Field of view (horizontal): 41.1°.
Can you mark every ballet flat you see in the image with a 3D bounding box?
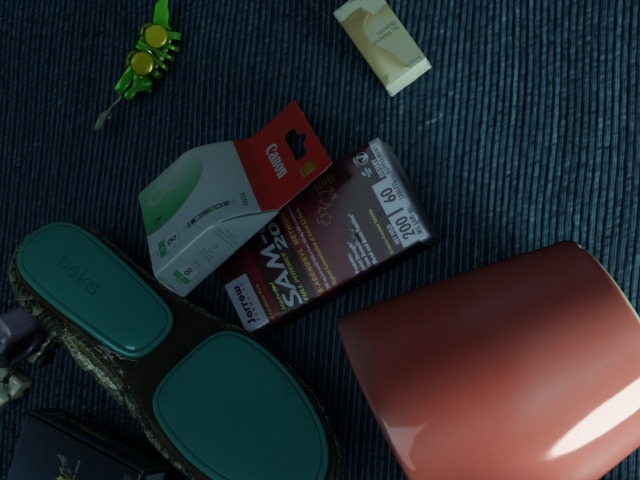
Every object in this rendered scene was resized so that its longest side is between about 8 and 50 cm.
[{"bbox_3d":[-0.163,0.154,0.969,0.482,0.182,0.164,35,62,24],"label":"ballet flat"}]

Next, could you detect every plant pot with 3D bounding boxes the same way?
[{"bbox_3d":[0.185,0.140,0.833,0.243,0.275,0.275,-29,78,2],"label":"plant pot"}]

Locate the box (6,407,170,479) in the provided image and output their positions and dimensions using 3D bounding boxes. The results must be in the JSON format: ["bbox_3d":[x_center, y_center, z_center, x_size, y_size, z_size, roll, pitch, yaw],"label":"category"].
[{"bbox_3d":[-0.289,0.335,0.985,0.183,0.059,0.233,19,92,27],"label":"box"}]

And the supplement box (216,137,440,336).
[{"bbox_3d":[0.000,0.000,0.981,0.239,0.073,0.130,-30,78,14],"label":"supplement box"}]

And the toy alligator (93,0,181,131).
[{"bbox_3d":[-0.221,-0.212,1.076,0.051,0.056,0.190,26,95,-24],"label":"toy alligator"}]

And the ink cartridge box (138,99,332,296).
[{"bbox_3d":[-0.106,-0.067,0.976,0.224,0.056,0.181,-42,34,11],"label":"ink cartridge box"}]

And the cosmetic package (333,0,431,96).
[{"bbox_3d":[0.071,-0.232,0.991,0.060,0.041,0.115,-37,77,11],"label":"cosmetic package"}]

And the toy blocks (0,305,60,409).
[{"bbox_3d":[-0.554,0.122,1.042,0.309,0.260,0.289,40,97,16],"label":"toy blocks"}]
